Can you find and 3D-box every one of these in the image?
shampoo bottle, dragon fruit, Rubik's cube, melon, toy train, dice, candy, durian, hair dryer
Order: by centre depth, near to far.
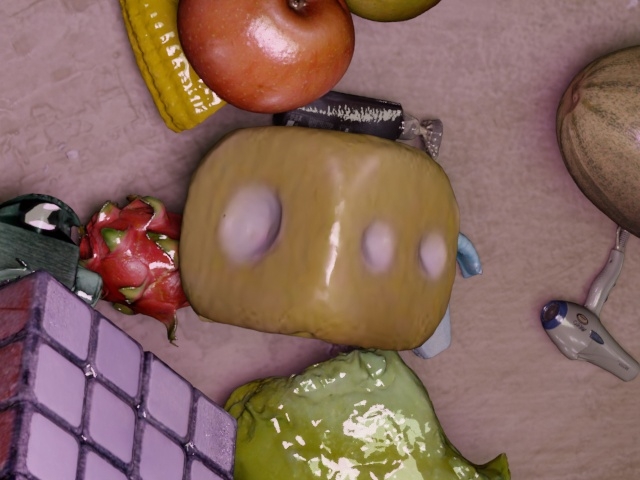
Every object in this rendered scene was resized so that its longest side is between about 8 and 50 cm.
[{"bbox_3d":[-0.318,0.291,1.693,0.344,0.343,0.337,-22,135,27],"label":"Rubik's cube"},{"bbox_3d":[-0.400,0.047,1.790,0.299,0.167,0.238,23,125,-17],"label":"toy train"},{"bbox_3d":[0.000,0.000,1.833,0.233,0.238,0.226,13,84,-50],"label":"dice"},{"bbox_3d":[-0.169,-0.230,1.877,0.106,0.094,0.199,-28,101,-5],"label":"candy"},{"bbox_3d":[-0.176,0.040,1.904,0.236,0.135,0.137,38,85,-24],"label":"dragon fruit"},{"bbox_3d":[0.049,-0.142,1.974,0.208,0.057,0.063,9,97,-17],"label":"shampoo bottle"},{"bbox_3d":[0.043,0.253,1.980,0.340,0.204,0.255,-17,101,0],"label":"durian"},{"bbox_3d":[0.443,-0.110,1.998,0.329,0.248,0.248,22,93,-15],"label":"melon"},{"bbox_3d":[0.384,0.088,2.133,0.199,0.067,0.167,-49,119,-18],"label":"hair dryer"}]

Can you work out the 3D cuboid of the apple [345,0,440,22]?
[{"bbox_3d":[0.073,-0.351,1.890,0.196,0.157,0.196,-3,99,-16],"label":"apple"}]

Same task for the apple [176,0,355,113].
[{"bbox_3d":[-0.054,-0.240,1.804,0.201,0.162,0.201,11,73,-36],"label":"apple"}]

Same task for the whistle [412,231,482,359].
[{"bbox_3d":[0.103,0.016,2.005,0.186,0.093,0.274,-31,112,-35],"label":"whistle"}]
